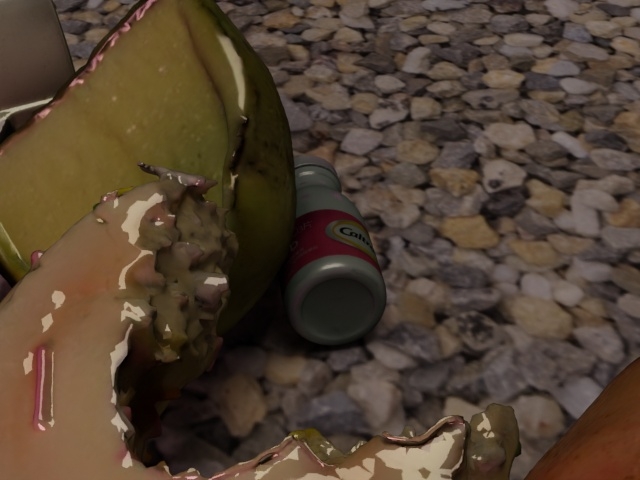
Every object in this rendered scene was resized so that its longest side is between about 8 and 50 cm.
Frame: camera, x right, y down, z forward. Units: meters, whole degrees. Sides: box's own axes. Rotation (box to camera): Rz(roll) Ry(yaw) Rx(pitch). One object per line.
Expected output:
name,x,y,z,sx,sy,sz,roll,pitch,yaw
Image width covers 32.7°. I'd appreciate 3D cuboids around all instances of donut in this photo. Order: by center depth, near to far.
donut,-0.079,0.146,0.688,0.371,0.150,0.307,36,74,29

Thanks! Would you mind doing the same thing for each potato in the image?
potato,-0.124,-0.018,0.978,0.330,0.212,0.280,-41,58,19

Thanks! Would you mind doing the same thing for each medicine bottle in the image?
medicine bottle,0.000,0.000,1.014,0.090,0.090,0.217,-8,34,-4

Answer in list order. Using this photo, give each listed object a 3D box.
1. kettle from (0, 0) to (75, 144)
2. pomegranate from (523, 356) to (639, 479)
kettle,-0.460,-0.139,1.200,0.376,0.250,0.361,-20,65,-16
pomegranate,0.237,0.180,0.510,0.338,0.338,0.338,-4,34,2
